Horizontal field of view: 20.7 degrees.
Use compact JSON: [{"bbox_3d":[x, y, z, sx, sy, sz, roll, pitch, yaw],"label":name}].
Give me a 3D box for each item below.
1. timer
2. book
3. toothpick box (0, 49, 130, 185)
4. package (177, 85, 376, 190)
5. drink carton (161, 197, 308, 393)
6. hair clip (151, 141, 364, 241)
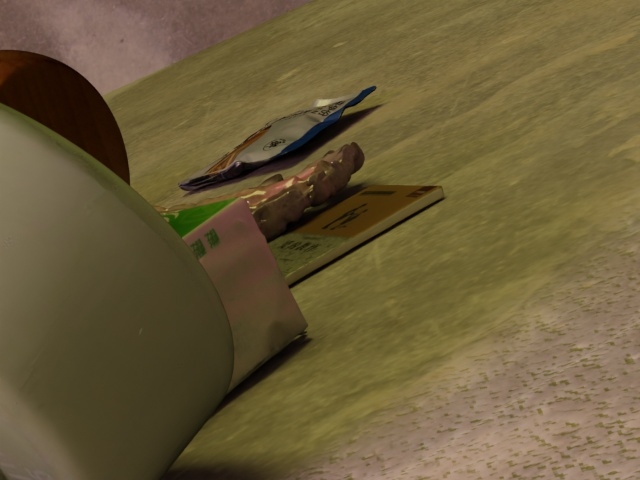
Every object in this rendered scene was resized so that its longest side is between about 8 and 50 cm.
[{"bbox_3d":[-0.235,0.119,0.856,0.291,0.291,0.315,-12,40,46],"label":"timer"},{"bbox_3d":[0.000,0.000,1.355,0.172,0.012,0.118,-30,14,-22],"label":"book"},{"bbox_3d":[-0.274,-0.026,1.113,0.294,0.192,0.192,-9,19,35],"label":"toothpick box"},{"bbox_3d":[-0.044,-0.108,1.841,0.173,0.027,0.171,-17,15,45],"label":"package"},{"bbox_3d":[-0.157,0.065,1.169,0.271,0.108,0.161,-9,22,47],"label":"drink carton"},{"bbox_3d":[-0.108,-0.020,1.503,0.300,0.069,0.173,-9,19,21],"label":"hair clip"}]
